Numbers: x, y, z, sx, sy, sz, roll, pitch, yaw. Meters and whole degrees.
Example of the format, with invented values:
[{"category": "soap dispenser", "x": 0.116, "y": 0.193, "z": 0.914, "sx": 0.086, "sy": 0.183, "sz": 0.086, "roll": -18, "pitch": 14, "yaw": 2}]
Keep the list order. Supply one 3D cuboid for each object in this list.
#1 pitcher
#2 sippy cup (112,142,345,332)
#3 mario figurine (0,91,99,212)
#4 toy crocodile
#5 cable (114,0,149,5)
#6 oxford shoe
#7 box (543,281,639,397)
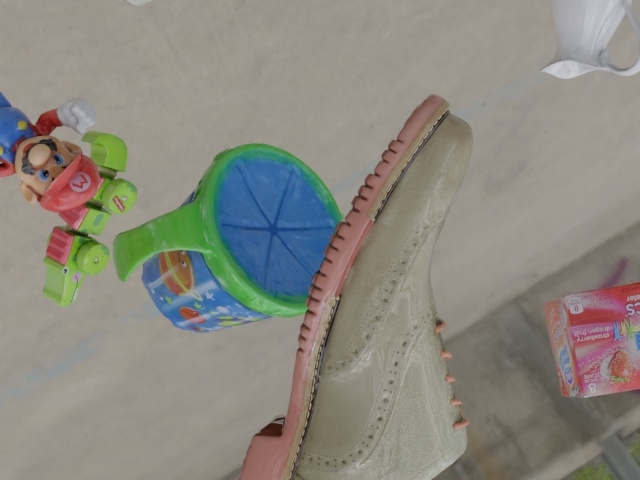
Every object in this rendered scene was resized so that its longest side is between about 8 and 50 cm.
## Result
[{"category": "pitcher", "x": 0.443, "y": -0.361, "z": 1.436, "sx": 0.126, "sy": 0.178, "sz": 0.207, "roll": 4, "pitch": 97, "yaw": -47}, {"category": "sippy cup", "x": -0.119, "y": 0.019, "z": 1.237, "sx": 0.305, "sy": 0.240, "sz": 0.224, "roll": 37, "pitch": 139, "yaw": -23}, {"category": "mario figurine", "x": -0.499, "y": -0.173, "z": 1.495, "sx": 0.198, "sy": 0.321, "sz": 0.170, "roll": -56, "pitch": 175, "yaw": 26}, {"category": "toy crocodile", "x": -0.445, "y": -0.040, "z": 1.713, "sx": 0.105, "sy": 0.115, "sz": 0.340, "roll": 15, "pitch": 101, "yaw": -57}, {"category": "cable", "x": -0.127, "y": -0.290, "z": 0.939, "sx": 0.140, "sy": 0.072, "sz": 0.287, "roll": -2, "pitch": -175, "yaw": -37}, {"category": "oxford shoe", "x": 0.052, "y": 0.091, "z": 0.689, "sx": 0.140, "sy": 0.147, "sz": 0.396, "roll": -31, "pitch": 141, "yaw": -78}, {"category": "box", "x": 0.501, "y": 0.135, "z": 1.345, "sx": 0.300, "sy": 0.154, "sz": 0.142, "roll": -10, "pitch": 171, "yaw": 0}]
